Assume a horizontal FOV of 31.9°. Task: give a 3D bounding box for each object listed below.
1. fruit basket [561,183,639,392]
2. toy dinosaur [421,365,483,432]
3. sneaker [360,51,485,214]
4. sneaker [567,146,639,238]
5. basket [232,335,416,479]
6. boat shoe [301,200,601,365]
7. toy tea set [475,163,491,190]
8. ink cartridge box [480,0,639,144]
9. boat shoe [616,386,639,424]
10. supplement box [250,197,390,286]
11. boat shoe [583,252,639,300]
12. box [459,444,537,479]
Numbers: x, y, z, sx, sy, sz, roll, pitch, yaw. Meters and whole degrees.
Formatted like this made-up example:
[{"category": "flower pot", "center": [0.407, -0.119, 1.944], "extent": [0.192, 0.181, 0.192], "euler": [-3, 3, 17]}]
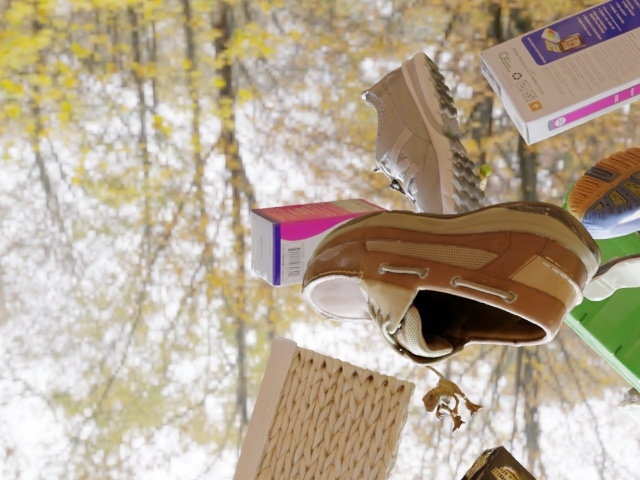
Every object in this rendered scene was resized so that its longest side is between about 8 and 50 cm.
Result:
[{"category": "fruit basket", "center": [0.577, 0.049, 1.825], "extent": [0.392, 0.283, 0.392], "euler": [-14, -122, 23]}, {"category": "toy dinosaur", "center": [0.212, 0.251, 1.868], "extent": [0.064, 0.112, 0.211], "euler": [-39, 180, 10]}, {"category": "sneaker", "center": [0.124, -0.088, 1.383], "extent": [0.115, 0.281, 0.105], "euler": [-23, 151, 24]}, {"category": "sneaker", "center": [0.409, -0.048, 1.306], "extent": [0.296, 0.131, 0.112], "euler": [-24, -142, -26]}, {"category": "basket", "center": [-0.002, 0.369, 2.009], "extent": [0.266, 0.331, 0.328], "euler": [15, 169, 2]}, {"category": "boat shoe", "center": [0.096, 0.046, 1.024], "extent": [0.324, 0.122, 0.120], "euler": [-11, -135, 48]}, {"category": "toy tea set", "center": [0.213, 0.045, 1.835], "extent": [0.124, 0.200, 0.336], "euler": [28, -108, 17]}, {"category": "ink cartridge box", "center": [0.459, -0.297, 1.785], "extent": [0.370, 0.069, 0.176], "euler": [-24, -127, 1]}, {"category": "boat shoe", "center": [0.683, 0.322, 2.215], "extent": [0.116, 0.099, 0.319], "euler": [38, 173, 0]}, {"category": "supplement box", "center": [0.000, 0.000, 1.912], "extent": [0.220, 0.111, 0.114], "euler": [-6, -164, -24]}, {"category": "boat shoe", "center": [0.413, 0.041, 1.527], "extent": [0.137, 0.049, 0.043], "euler": [-35, -164, 52]}, {"category": "box", "center": [0.283, 0.516, 1.688], "extent": [0.293, 0.295, 0.073], "euler": [-48, -175, -30]}]
